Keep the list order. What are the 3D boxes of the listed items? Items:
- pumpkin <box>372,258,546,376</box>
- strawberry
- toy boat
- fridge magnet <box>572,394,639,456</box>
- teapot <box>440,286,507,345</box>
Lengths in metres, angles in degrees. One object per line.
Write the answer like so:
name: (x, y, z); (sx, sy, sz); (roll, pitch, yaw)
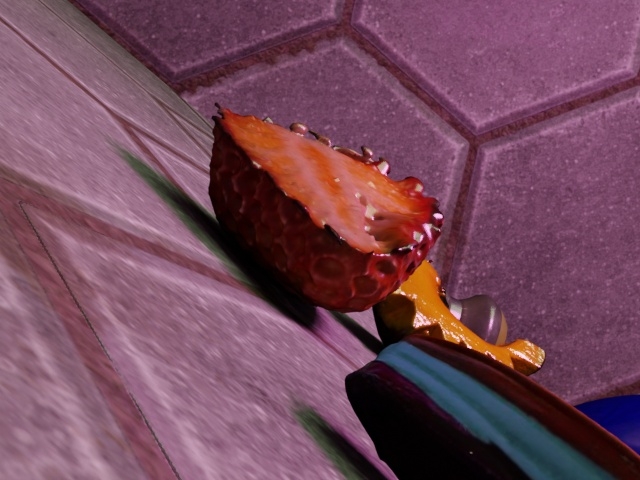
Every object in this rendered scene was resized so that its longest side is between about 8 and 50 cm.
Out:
pumpkin: (0.115, 0.120, 1.384); (0.254, 0.149, 0.130); (38, 43, -14)
strawberry: (0.010, -0.001, 1.201); (0.253, 0.150, 0.280); (10, 26, -41)
toy boat: (0.143, 0.177, 0.663); (0.079, 0.136, 0.392); (-7, 38, -40)
fridge magnet: (0.349, 0.236, 1.331); (0.265, 0.265, 0.112); (-124, -155, -78)
teapot: (0.207, 0.142, 1.869); (0.119, 0.130, 0.166); (25, -26, -13)
